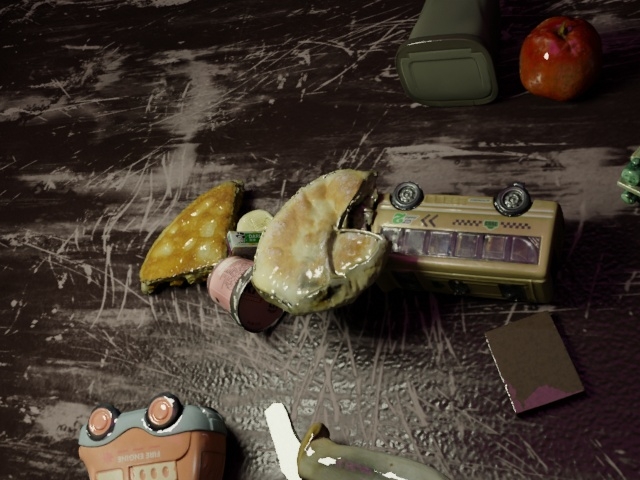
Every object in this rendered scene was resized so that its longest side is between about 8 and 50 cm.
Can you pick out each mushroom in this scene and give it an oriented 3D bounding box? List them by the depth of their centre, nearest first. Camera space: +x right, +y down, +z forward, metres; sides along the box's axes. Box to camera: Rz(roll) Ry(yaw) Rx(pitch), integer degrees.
[{"bbox_3d":[0.088,0.435,1.274,0.329,0.122,0.159,18,59,32],"label":"mushroom"}]

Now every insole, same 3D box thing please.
[{"bbox_3d":[-0.064,0.402,1.428,0.063,0.010,0.192,-30,52,3],"label":"insole"}]

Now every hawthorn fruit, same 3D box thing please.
[{"bbox_3d":[0.512,-0.399,1.560,0.179,0.200,0.179,-8,63,17],"label":"hawthorn fruit"}]

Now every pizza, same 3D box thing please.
[{"bbox_3d":[-0.305,-0.011,1.748,0.258,0.087,0.268,-10,55,23],"label":"pizza"}]

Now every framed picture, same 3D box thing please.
[{"bbox_3d":[0.388,0.223,1.334,0.128,0.023,0.168,-22,54,9],"label":"framed picture"}]

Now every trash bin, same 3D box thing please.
[{"bbox_3d":[0.312,-0.456,1.680,0.220,0.219,0.250,3,55,23],"label":"trash bin"}]

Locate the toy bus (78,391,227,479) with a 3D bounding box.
[{"bbox_3d":[-0.320,0.432,1.426,0.288,0.194,0.232,-14,68,14],"label":"toy bus"}]

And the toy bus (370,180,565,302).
[{"bbox_3d":[0.277,0.008,1.424,0.366,0.177,0.201,4,68,25],"label":"toy bus"}]

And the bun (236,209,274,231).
[{"bbox_3d":[-0.138,-0.014,1.683,0.115,0.069,0.115,-3,54,4],"label":"bun"}]

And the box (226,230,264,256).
[{"bbox_3d":[-0.102,0.004,1.606,0.207,0.041,0.049,-1,50,-22],"label":"box"}]

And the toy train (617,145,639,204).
[{"bbox_3d":[0.646,-0.158,1.397,0.194,0.125,0.081,-46,50,-9],"label":"toy train"}]

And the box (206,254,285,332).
[{"bbox_3d":[-0.161,0.107,1.575,0.135,0.151,0.151,21,70,41],"label":"box"}]

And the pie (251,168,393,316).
[{"bbox_3d":[0.000,0.000,1.439,0.338,0.075,0.337,-22,46,25],"label":"pie"}]
